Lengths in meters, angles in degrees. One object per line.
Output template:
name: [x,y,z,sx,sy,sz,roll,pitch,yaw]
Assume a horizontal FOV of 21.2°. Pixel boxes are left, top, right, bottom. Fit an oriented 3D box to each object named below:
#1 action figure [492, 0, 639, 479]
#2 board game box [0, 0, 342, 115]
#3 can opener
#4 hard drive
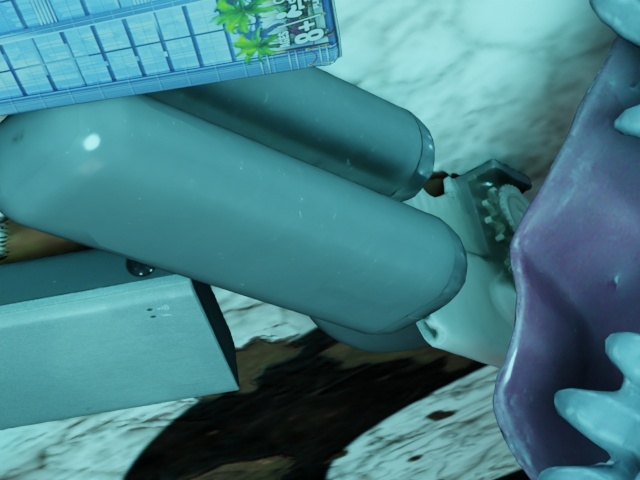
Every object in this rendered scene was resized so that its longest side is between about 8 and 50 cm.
action figure: [0.215,0.060,0.514,0.370,0.275,0.248,38,84,-39]
board game box: [-0.103,-0.079,0.318,0.194,0.060,0.194,-17,154,-2]
can opener: [0.000,0.000,0.515,0.093,0.074,0.280,-30,151,24]
hard drive: [-0.101,0.036,0.561,0.135,0.022,0.094,-10,154,3]
